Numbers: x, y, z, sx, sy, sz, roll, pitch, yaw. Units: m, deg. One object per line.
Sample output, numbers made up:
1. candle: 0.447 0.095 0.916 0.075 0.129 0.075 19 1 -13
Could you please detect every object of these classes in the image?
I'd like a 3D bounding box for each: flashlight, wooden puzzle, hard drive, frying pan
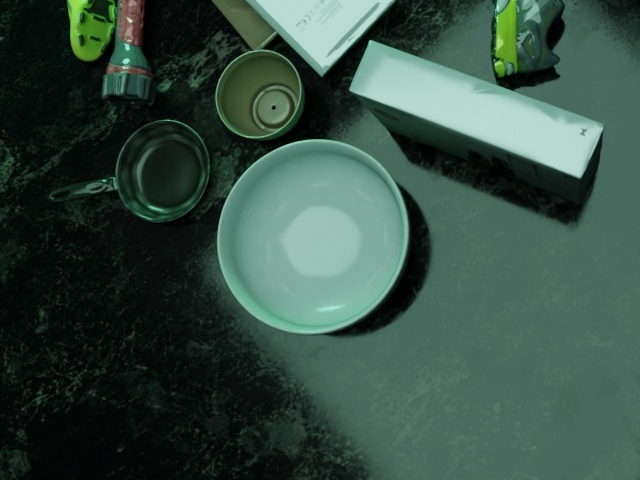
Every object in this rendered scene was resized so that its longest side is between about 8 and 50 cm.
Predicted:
1. flashlight: -0.364 -0.415 1.754 0.103 0.103 0.304 2 84 14
2. wooden puzzle: -0.103 -0.506 1.730 0.221 0.044 0.239 -41 70 7
3. hard drive: -0.035 -0.479 1.644 0.307 0.040 0.203 45 98 0
4. frying pan: -0.351 -0.095 1.737 0.326 0.053 0.197 -35 76 11

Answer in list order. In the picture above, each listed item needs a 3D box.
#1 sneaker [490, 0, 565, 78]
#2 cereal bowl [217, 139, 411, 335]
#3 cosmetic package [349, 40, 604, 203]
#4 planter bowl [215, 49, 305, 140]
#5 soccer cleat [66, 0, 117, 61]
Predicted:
1. sneaker: 0.362 -0.428 1.569 0.121 0.111 0.300 3 89 5
2. cereal bowl: 0.000 0.000 1.583 0.339 0.141 0.339 -2 83 16
3. cosmetic package: 0.260 -0.185 1.462 0.377 0.284 0.097 24 90 17
4. planter bowl: -0.099 -0.255 1.658 0.162 0.109 0.162 -2 83 14
5. soccer cleat: -0.476 -0.497 1.817 0.121 0.093 0.289 -6 86 45
